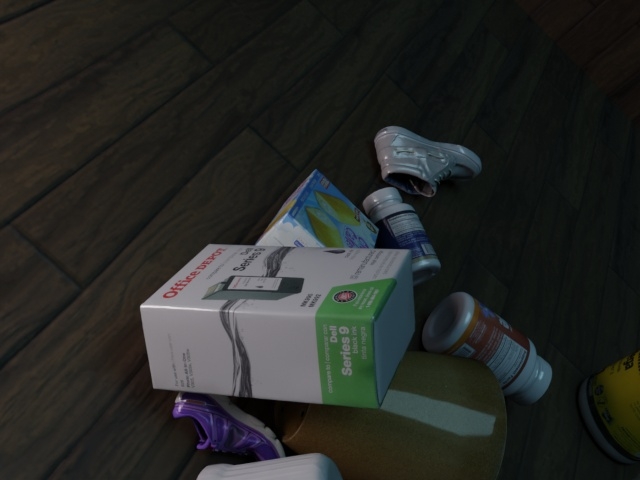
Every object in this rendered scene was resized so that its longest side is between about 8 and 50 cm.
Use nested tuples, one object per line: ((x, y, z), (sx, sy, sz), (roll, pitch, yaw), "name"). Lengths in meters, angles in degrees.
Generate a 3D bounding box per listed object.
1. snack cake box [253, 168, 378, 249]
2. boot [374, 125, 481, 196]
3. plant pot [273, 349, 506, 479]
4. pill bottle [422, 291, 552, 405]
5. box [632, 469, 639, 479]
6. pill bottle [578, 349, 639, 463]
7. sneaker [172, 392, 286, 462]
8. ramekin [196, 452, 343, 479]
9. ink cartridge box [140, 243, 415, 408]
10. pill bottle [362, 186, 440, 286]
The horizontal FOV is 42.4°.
((0.000, 0.000, 1.270), (0.152, 0.089, 0.264), (42, 19, -6), "snack cake box")
((0.223, -0.136, 1.672), (0.258, 0.095, 0.123), (13, 56, -25), "boot")
((0.075, 0.240, 1.110), (0.254, 0.237, 0.237), (20, 46, -20), "plant pot")
((0.291, 0.192, 1.423), (0.216, 0.121, 0.121), (36, 40, -17), "pill bottle")
((0.637, 0.526, 1.421), (0.232, 0.148, 0.127), (44, 77, -6), "box")
((0.670, 0.275, 1.543), (0.188, 0.334, 0.187), (26, 43, -27), "pill bottle")
((-0.118, 0.247, 1.049), (0.170, 0.068, 0.071), (40, 65, -14), "sneaker")
((-0.027, 0.357, 0.853), (0.277, 0.135, 0.277), (-15, 90, -85), "ramekin")
((-0.045, 0.096, 1.023), (0.211, 0.289, 0.121), (-51, 139, -63), "ink cartridge box")
((0.138, -0.006, 1.465), (0.094, 0.094, 0.169), (0, 58, -44), "pill bottle")
